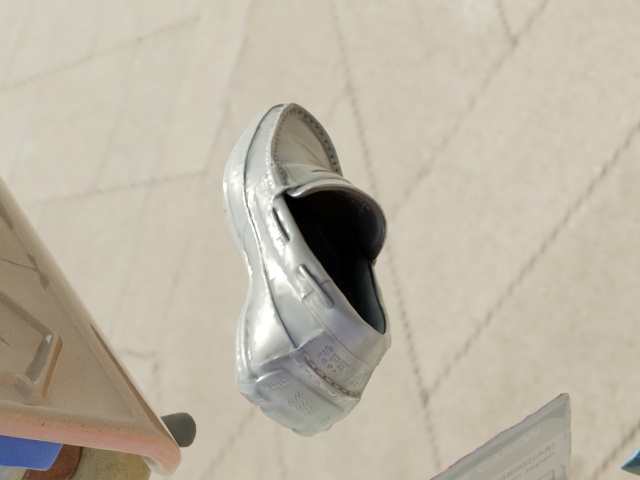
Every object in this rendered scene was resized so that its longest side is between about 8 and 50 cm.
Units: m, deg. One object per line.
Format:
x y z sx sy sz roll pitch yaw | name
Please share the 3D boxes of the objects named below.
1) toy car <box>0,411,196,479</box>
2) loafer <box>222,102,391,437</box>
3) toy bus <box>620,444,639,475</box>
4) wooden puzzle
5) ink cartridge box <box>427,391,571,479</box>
-0.185 0.159 1.433 0.149 0.188 0.155 17 89 57 | toy car
0.000 0.000 1.319 0.111 0.112 0.319 -41 32 24 | loafer
0.302 0.312 1.790 0.202 0.191 0.104 58 142 15 | toy bus
-0.278 0.018 1.069 0.080 0.348 0.322 -56 43 16 | wooden puzzle
-0.012 0.217 1.073 0.091 0.308 0.385 53 165 27 | ink cartridge box
